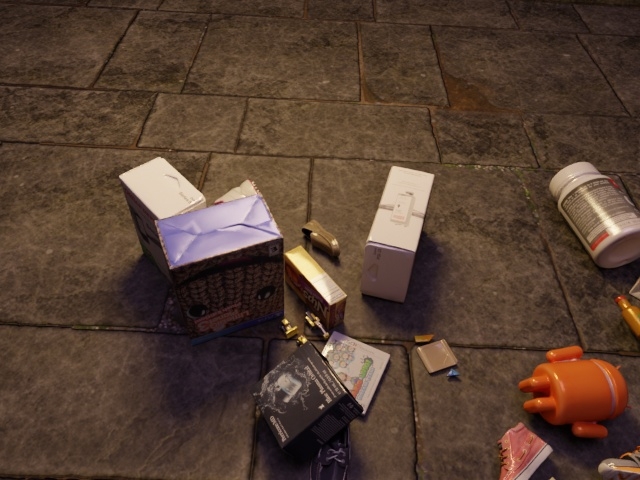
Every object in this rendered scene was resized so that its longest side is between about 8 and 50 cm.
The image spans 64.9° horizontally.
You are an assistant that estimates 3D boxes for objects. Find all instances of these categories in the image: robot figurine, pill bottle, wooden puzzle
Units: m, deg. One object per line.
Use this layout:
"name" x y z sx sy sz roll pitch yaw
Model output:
"robot figurine" 0.534 0.316 1.050 0.220 0.128 0.158 -4 27 -5
"pill bottle" 0.767 -0.078 1.393 0.161 0.161 0.283 -6 49 -9
"wooden puzzle" 0.266 0.265 1.156 0.079 0.014 0.116 -11 49 -7

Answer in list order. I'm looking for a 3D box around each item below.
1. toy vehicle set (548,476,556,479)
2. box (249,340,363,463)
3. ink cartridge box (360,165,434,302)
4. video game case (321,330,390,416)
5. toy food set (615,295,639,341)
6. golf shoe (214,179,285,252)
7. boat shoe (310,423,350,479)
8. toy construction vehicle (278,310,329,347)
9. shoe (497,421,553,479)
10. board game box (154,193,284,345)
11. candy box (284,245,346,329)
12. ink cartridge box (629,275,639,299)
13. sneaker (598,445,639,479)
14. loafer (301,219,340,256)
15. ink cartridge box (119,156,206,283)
"toy vehicle set" 0.380 0.566 0.875 0.267 0.035 0.166 -26 54 -24
"box" -0.029 0.313 0.989 0.158 0.093 0.156 -40 44 -5
"ink cartridge box" 0.195 -0.016 1.275 0.117 0.207 0.283 13 49 11
"video game case" 0.061 0.290 1.117 0.143 0.019 0.157 21 50 15
"toy food set" 0.814 0.180 1.196 0.232 0.111 0.104 -10 50 -8
"golf shoe" -0.192 -0.036 1.351 0.140 0.115 0.306 -23 45 -10
"boat shoe" 0.022 0.408 0.977 0.075 0.065 0.206 7 48 3
"toy construction vehicle" -0.038 0.207 1.176 0.086 0.035 0.098 -25 54 -23
"shoe" 0.369 0.432 0.980 0.178 0.063 0.081 -27 53 -31
"board game box" -0.211 0.069 1.118 0.232 0.291 0.141 -17 52 -17
"candy box" -0.015 0.113 1.213 0.053 0.109 0.186 -27 55 -24
"ink cartridge box" 0.890 0.065 1.301 0.067 0.115 0.198 35 56 26
"sneaker" 0.636 0.438 0.981 0.215 0.084 0.083 6 44 -10
"loafer" 0.000 0.000 1.355 0.050 0.056 0.148 -25 44 -23
"ink cartridge box" -0.358 -0.030 1.212 0.115 0.272 0.198 -34 57 -29
